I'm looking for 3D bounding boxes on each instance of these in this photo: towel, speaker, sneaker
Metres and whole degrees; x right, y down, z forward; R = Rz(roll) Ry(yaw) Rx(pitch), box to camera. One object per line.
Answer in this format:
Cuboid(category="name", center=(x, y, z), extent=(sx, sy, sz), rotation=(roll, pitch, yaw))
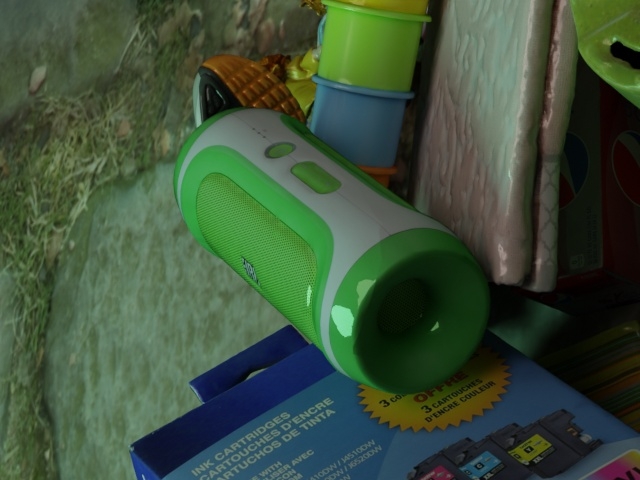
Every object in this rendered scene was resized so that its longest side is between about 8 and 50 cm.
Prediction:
Cuboid(category="towel", center=(0.213, 0.180, 1.380), extent=(0.102, 0.021, 0.237), rotation=(-31, 53, 37))
Cuboid(category="towel", center=(0.131, -0.130, 1.416), extent=(0.332, 0.053, 0.316), rotation=(-153, 69, -79))
Cuboid(category="speaker", center=(0.000, 0.000, 1.375), extent=(0.131, 0.131, 0.296), rotation=(-62, 36, 8))
Cuboid(category="sneaker", center=(-0.055, -0.042, 1.612), extent=(0.099, 0.262, 0.121), rotation=(-33, 27, -19))

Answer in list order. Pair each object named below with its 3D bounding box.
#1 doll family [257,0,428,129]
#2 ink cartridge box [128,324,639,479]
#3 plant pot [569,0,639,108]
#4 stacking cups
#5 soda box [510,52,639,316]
Cuboid(category="doll family", center=(0.019, -0.157, 1.654), extent=(0.263, 0.118, 0.163), rotation=(-53, 43, 18))
Cuboid(category="ink cartridge box", center=(0.053, 0.192, 1.318), extent=(0.270, 0.151, 0.395), rotation=(-29, 35, -22))
Cuboid(category="plant pot", center=(0.306, -0.143, 1.235), extent=(0.276, 0.254, 0.276), rotation=(-22, 59, 41))
Cuboid(category="stacking cups", center=(0.023, -0.096, 1.522), extent=(0.096, 0.096, 0.316), rotation=(23, 104, 49))
Cuboid(category="soda box", center=(0.204, -0.081, 1.451), extent=(0.092, 0.083, 0.263), rotation=(-18, 62, 42))
